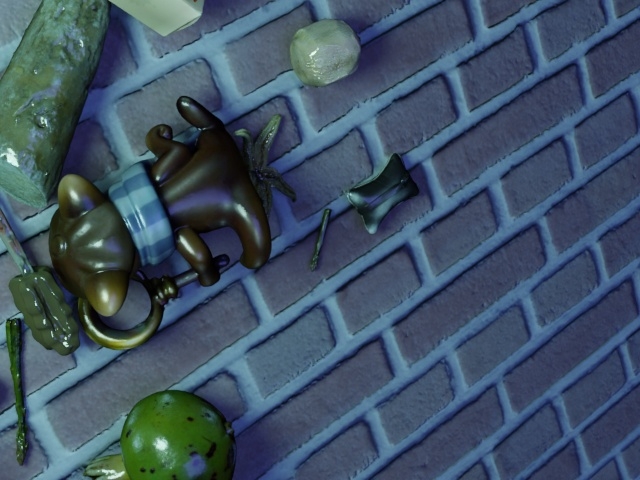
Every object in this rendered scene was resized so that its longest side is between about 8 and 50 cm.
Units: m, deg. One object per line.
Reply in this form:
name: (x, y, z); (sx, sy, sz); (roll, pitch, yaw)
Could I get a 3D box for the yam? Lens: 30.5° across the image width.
yam: (-0.382, -0.217, 1.648); (0.133, 0.133, 0.330); (25, 83, -36)

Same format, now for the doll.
doll: (-0.246, -0.024, 1.753); (0.339, 0.209, 0.318); (-28, 100, -26)

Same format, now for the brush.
brush: (-0.431, 0.032, 1.710); (0.071, 0.084, 0.301); (-31, 111, -24)

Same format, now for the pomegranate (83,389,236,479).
pomegranate: (-0.249, 0.345, 1.857); (0.247, 0.202, 0.202); (-22, 117, 4)

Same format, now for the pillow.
pillow: (0.112, -0.084, 2.074); (0.135, 0.055, 0.091); (-40, 139, -19)

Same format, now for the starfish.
starfish: (-0.093, -0.105, 1.907); (0.217, 0.050, 0.224); (40, 58, -48)

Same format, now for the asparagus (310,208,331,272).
asparagus: (0.000, 0.000, 2.037); (0.015, 0.014, 0.114); (9, 95, -57)

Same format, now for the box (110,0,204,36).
box: (-0.237, -0.425, 1.670); (0.168, 0.095, 0.212); (31, 53, -38)

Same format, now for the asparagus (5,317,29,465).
asparagus: (-0.455, 0.228, 1.770); (0.023, 0.022, 0.233); (-18, 111, -54)

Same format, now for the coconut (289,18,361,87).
coconut: (0.016, -0.307, 1.922); (0.124, 0.110, 0.110); (-23, 113, -22)
